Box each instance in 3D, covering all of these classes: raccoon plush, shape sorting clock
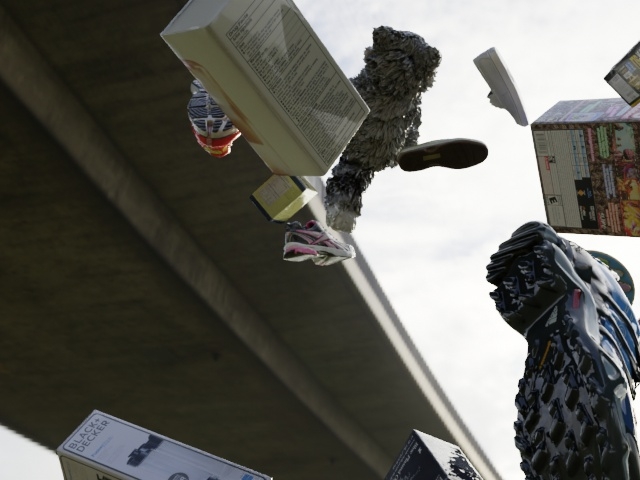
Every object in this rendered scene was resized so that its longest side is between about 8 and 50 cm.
[{"bbox_3d":[0.149,-0.253,1.952,0.216,0.446,0.299,8,-19,-7],"label":"raccoon plush"},{"bbox_3d":[0.682,0.120,2.209,0.206,0.206,0.040,-28,3,40],"label":"shape sorting clock"}]

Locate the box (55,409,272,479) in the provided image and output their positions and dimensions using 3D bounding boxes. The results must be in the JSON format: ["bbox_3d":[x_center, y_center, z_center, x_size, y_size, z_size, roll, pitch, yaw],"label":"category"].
[{"bbox_3d":[-0.209,0.358,1.207,0.290,0.087,0.169,14,-52,21],"label":"box"}]

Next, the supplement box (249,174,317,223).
[{"bbox_3d":[-0.061,-0.076,1.471,0.083,0.056,0.083,-41,-10,9],"label":"supplement box"}]

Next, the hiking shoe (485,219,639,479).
[{"bbox_3d":[0.238,0.114,0.753,0.132,0.304,0.113,18,-42,-22],"label":"hiking shoe"}]

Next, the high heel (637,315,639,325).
[{"bbox_3d":[0.468,0.240,1.226,0.181,0.127,0.377,-11,-63,-21],"label":"high heel"}]

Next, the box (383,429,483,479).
[{"bbox_3d":[0.163,0.396,1.324,0.093,0.156,0.158,26,7,-19],"label":"box"}]

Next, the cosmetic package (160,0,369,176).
[{"bbox_3d":[-0.076,-0.248,1.317,0.129,0.153,0.296,6,-38,47],"label":"cosmetic package"}]

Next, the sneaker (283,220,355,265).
[{"bbox_3d":[0.000,0.000,1.678,0.072,0.077,0.178,-16,-17,35],"label":"sneaker"}]

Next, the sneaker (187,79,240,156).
[{"bbox_3d":[-0.170,-0.195,1.505,0.107,0.279,0.118,0,-68,-6],"label":"sneaker"}]

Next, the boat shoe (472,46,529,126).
[{"bbox_3d":[0.372,-0.307,1.812,0.063,0.066,0.184,-24,-62,22],"label":"boat shoe"}]

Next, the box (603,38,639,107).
[{"bbox_3d":[0.583,-0.358,1.306,0.322,0.079,0.257,-45,-7,2],"label":"box"}]

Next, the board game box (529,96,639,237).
[{"bbox_3d":[0.567,-0.138,1.637,0.291,0.141,0.232,5,-60,40],"label":"board game box"}]

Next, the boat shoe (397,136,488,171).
[{"bbox_3d":[0.256,-0.190,1.856,0.190,0.072,0.068,-3,-63,4],"label":"boat shoe"}]
